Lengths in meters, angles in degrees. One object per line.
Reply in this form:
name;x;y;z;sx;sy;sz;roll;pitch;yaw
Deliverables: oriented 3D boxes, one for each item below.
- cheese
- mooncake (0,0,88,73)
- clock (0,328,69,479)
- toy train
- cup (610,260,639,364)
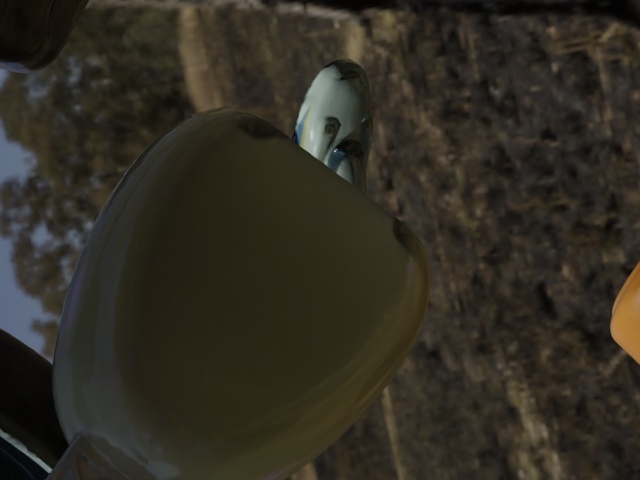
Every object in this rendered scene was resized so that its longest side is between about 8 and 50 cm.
cheese;-0.055;0.063;0.440;0.251;0.127;0.054;-57;5;-39
mooncake;-0.305;-0.243;0.980;0.290;0.290;0.161;-148;82;-82
clock;-0.297;0.178;0.809;0.076;0.386;0.386;-82;-12;-51
toy train;0.000;0.000;0.817;0.051;0.052;0.234;40;128;37
cup;0.304;0.069;0.666;0.264;0.226;0.182;44;172;22
